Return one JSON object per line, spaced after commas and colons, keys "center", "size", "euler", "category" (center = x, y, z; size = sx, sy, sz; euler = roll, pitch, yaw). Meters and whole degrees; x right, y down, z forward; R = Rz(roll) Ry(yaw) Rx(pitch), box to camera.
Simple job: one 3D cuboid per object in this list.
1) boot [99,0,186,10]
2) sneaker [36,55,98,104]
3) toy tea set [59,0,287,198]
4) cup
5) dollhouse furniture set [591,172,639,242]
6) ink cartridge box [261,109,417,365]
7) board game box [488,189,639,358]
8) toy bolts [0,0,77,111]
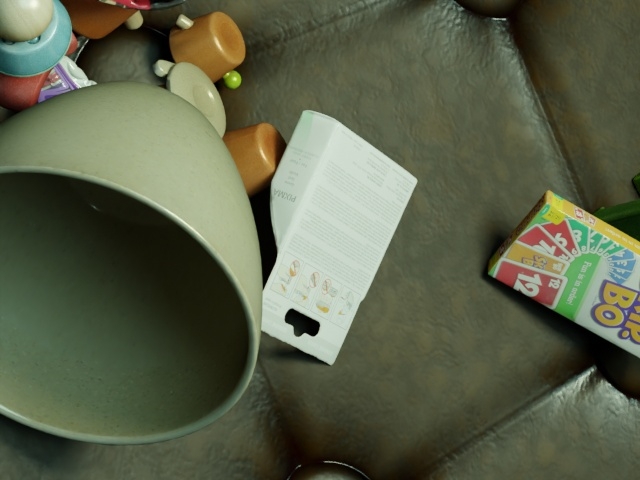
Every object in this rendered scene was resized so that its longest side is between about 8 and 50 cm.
{"center": [-0.124, -0.360, 1.544], "size": [0.377, 0.138, 0.284], "euler": [5, 64, -35], "category": "boot"}
{"center": [-0.273, -0.153, 1.581], "size": [0.170, 0.068, 0.071], "euler": [44, 69, -19], "category": "sneaker"}
{"center": [-0.163, -0.175, 1.648], "size": [0.200, 0.124, 0.336], "euler": [-26, 93, -62], "category": "toy tea set"}
{"center": [-0.194, -0.011, 1.489], "size": [0.331, 0.331, 0.237], "euler": [39, 39, -21], "category": "cup"}
{"center": [0.486, 0.048, 1.969], "size": [0.197, 0.151, 0.301], "euler": [-35, 101, -31], "category": "dollhouse furniture set"}
{"center": [0.000, 0.000, 1.701], "size": [0.181, 0.056, 0.224], "euler": [32, 83, -55], "category": "ink cartridge box"}
{"center": [0.332, 0.051, 1.858], "size": [0.259, 0.124, 0.039], "euler": [27, 37, -12], "category": "board game box"}
{"center": [-0.339, -0.200, 1.448], "size": [0.228, 0.158, 0.218], "euler": [26, 72, 1], "category": "toy bolts"}
